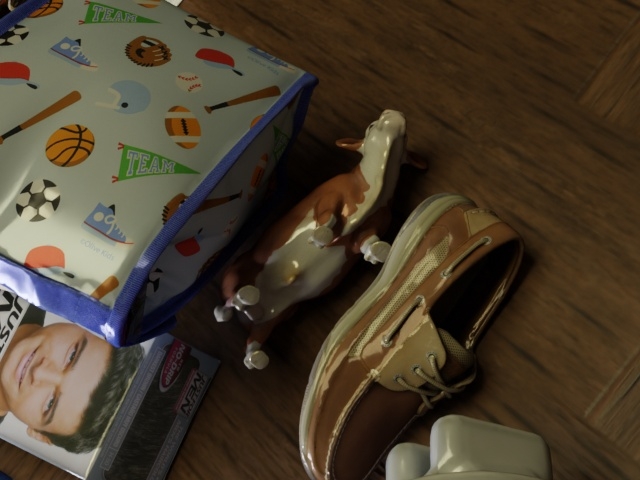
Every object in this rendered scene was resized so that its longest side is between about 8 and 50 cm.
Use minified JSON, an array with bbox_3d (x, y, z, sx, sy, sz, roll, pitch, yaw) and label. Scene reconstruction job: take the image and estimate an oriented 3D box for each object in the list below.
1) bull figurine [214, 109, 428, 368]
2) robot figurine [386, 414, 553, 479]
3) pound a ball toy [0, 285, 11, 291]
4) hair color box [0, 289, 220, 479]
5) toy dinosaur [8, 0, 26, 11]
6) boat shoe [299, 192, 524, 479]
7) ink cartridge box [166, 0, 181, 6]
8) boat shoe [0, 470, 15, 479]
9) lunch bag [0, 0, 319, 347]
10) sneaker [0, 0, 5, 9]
[{"bbox_3d":[0.000,0.000,1.499,0.310,0.101,0.188,-47,11,19],"label":"bull figurine"},{"bbox_3d":[0.127,0.326,1.141,0.300,0.200,0.353,-47,36,50],"label":"robot figurine"},{"bbox_3d":[-0.374,-0.039,1.776,0.319,0.208,0.135,13,112,40],"label":"pound a ball toy"},{"bbox_3d":[-0.310,0.165,1.675,0.374,0.114,0.185,14,75,44],"label":"hair color box"},{"bbox_3d":[-0.435,-0.342,2.130,0.093,0.053,0.183,21,80,44],"label":"toy dinosaur"},{"bbox_3d":[0.091,0.105,1.366,0.116,0.123,0.324,23,83,43],"label":"boat shoe"},{"bbox_3d":[-0.227,-0.401,2.011,0.145,0.045,0.179,-49,62,6],"label":"ink cartridge box"},{"bbox_3d":[-0.432,0.306,1.735,0.183,0.066,0.066,16,81,55],"label":"boat shoe"},{"bbox_3d":[-0.243,-0.076,1.499,0.328,0.239,0.385,26,44,12],"label":"lunch bag"},{"bbox_3d":[-0.541,-0.358,2.172,0.302,0.108,0.121,-35,50,49],"label":"sneaker"}]
